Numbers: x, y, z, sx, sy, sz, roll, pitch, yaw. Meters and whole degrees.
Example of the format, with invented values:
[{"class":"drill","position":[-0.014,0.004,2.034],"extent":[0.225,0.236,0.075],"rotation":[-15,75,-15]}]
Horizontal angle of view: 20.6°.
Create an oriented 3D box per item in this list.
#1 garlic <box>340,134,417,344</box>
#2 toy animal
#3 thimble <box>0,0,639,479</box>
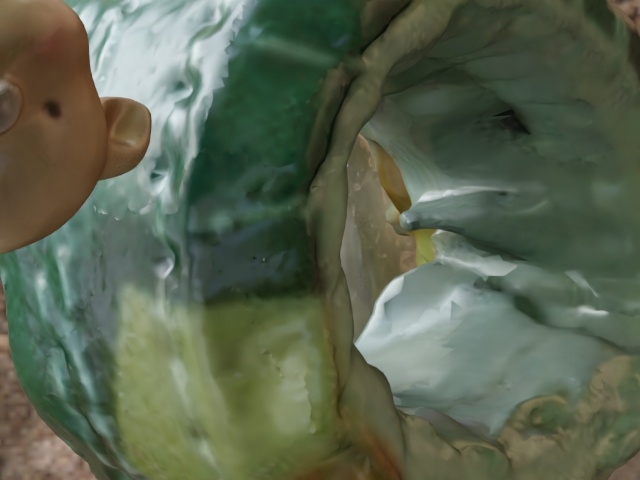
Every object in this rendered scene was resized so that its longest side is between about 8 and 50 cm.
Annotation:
[{"class":"garlic","position":[0.000,0.000,1.024],"extent":[0.237,0.210,0.292],"rotation":[30,123,15]},{"class":"toy animal","position":[-0.109,-0.058,0.506],"extent":[0.083,0.089,0.150],"rotation":[-21,93,12]},{"class":"thimble","position":[0.021,-0.003,0.689],"extent":[0.167,0.288,0.254],"rotation":[3,91,43]}]
